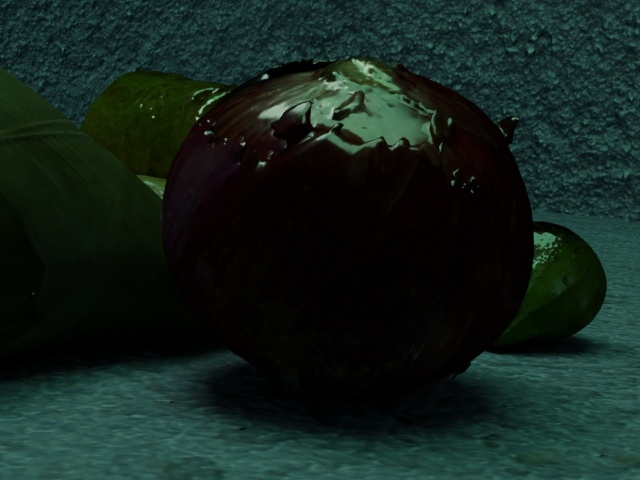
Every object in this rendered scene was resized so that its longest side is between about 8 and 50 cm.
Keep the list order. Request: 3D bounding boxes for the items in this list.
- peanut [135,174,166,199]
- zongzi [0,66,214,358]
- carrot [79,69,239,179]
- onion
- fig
[{"bbox_3d":[-0.216,-0.015,1.127,0.305,0.147,0.147,9,7,20],"label":"peanut"},{"bbox_3d":[-0.212,0.043,0.741,0.418,0.181,0.447,32,22,-11],"label":"zongzi"},{"bbox_3d":[-0.212,-0.110,1.505,0.340,0.242,0.241,9,8,28],"label":"carrot"},{"bbox_3d":[0.016,-0.007,0.794,0.276,0.276,0.276,5,7,-1],"label":"onion"},{"bbox_3d":[0.199,0.057,1.032,0.123,0.123,0.156,9,46,32],"label":"fig"}]
